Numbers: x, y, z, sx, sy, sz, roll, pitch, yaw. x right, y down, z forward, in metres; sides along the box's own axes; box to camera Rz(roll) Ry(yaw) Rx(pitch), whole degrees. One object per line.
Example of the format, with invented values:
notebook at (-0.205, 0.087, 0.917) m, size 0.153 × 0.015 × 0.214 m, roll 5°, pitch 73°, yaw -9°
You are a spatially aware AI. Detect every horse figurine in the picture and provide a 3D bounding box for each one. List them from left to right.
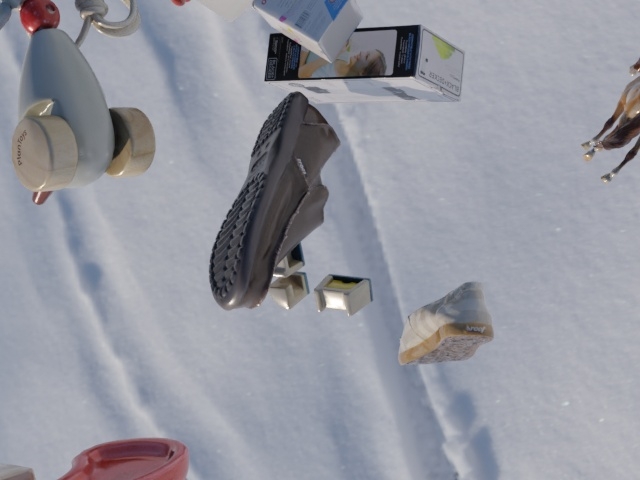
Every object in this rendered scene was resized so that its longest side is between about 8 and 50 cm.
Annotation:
horse figurine at (0.430, -0.175, 1.386) m, size 0.066 × 0.263 × 0.174 m, roll 39°, pitch 113°, yaw -1°

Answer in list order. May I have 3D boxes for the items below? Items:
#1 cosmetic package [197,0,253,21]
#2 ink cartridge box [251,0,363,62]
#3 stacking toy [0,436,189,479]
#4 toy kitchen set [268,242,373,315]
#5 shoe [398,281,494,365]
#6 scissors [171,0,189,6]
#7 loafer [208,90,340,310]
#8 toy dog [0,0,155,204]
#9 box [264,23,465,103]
cosmetic package at (-0.151, -0.582, 1.709) m, size 0.155 × 0.197 × 0.365 m, roll -25°, pitch 46°, yaw 48°
ink cartridge box at (-0.024, -0.355, 1.542) m, size 0.143 × 0.090 × 0.092 m, roll 35°, pitch 91°, yaw 19°
stacking toy at (-0.262, 0.300, 0.912) m, size 0.280 × 0.309 × 0.130 m, roll -10°, pitch 98°, yaw 25°
toy kitchen set at (0.000, 0.000, 1.647) m, size 0.166 × 0.122 × 0.207 m, roll 5°, pitch 117°, yaw 32°
shoe at (0.137, 0.097, 1.106) m, size 0.219 × 0.077 × 0.058 m, roll 127°, pitch 141°, yaw -69°
scissors at (-0.315, -0.509, 1.688) m, size 0.021 × 0.109 × 0.297 m, roll -32°, pitch 117°, yaw 17°
loafer at (-0.045, -0.051, 1.425) m, size 0.134 × 0.130 × 0.365 m, roll -35°, pitch 30°, yaw 53°
toy dog at (-0.327, -0.177, 1.176) m, size 0.161 × 0.220 × 0.333 m, roll -36°, pitch 53°, yaw 36°
box at (0.073, -0.286, 1.668) m, size 0.290 × 0.169 × 0.087 m, roll 5°, pitch 86°, yaw 34°
